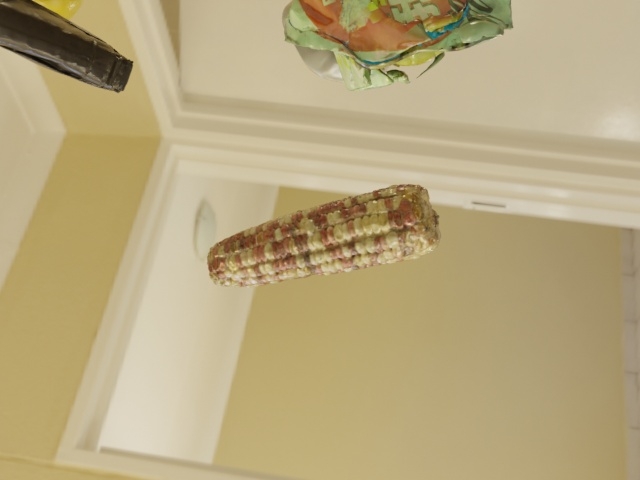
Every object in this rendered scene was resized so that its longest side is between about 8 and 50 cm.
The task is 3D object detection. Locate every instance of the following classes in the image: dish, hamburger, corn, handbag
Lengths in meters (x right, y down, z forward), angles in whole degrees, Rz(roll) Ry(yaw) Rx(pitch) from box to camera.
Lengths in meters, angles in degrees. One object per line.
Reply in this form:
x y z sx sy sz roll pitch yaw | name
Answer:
0.042 -0.321 1.171 0.066 0.191 0.190 -43 31 56 | dish
0.103 -0.296 1.029 0.150 0.276 0.260 106 177 -57 | hamburger
0.000 0.000 0.788 0.079 0.237 0.079 -13 -90 -71 | corn
-0.388 -0.288 1.093 0.247 0.223 0.080 37 108 55 | handbag

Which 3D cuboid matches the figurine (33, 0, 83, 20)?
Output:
-0.462 -0.507 1.269 0.215 0.187 0.343 -120 37 -46 | figurine
